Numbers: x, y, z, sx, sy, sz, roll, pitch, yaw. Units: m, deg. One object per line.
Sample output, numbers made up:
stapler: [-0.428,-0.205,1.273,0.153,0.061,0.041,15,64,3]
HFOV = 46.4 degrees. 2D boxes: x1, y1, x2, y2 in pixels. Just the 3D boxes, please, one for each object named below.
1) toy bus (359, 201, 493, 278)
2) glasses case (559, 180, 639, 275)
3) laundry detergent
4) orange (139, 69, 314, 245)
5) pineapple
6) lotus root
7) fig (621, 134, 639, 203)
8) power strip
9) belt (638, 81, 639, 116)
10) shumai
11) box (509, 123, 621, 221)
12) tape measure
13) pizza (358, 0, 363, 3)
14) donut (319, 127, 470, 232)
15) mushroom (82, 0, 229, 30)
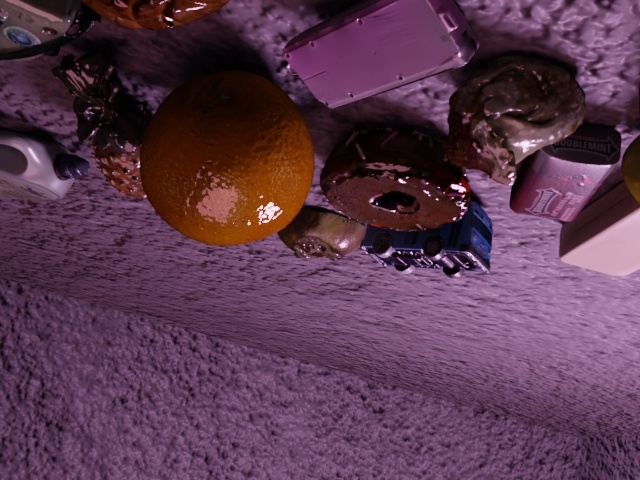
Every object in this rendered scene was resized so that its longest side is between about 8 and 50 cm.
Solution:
toy bus: [0.209,-0.010,1.426,0.234,0.133,0.116,2,157,37]
glasses case: [0.545,-0.031,1.272,0.144,0.076,0.336,15,159,-7]
laundry detergent: [-0.601,-0.157,1.516,0.281,0.105,0.215,2,156,28]
orange: [-0.141,-0.123,1.140,0.274,0.274,0.274,10,159,4]
pineapple: [-0.329,-0.192,1.245,0.170,0.141,0.310,35,160,23]
lotus root: [-0.004,-0.001,1.647,0.204,0.078,0.183,18,159,-22]
fig: [0.503,-0.097,1.046,0.153,0.136,0.120,47,152,24]
power strip: [0.064,-0.233,0.905,0.279,0.037,0.109,-7,131,52]
belt: [0.581,-0.137,0.953,0.360,0.094,0.126,13,160,0]
shumai: [0.261,-0.153,1.016,0.184,0.142,0.184,13,162,4]
box: [0.381,-0.105,1.183,0.120,0.069,0.224,10,161,4]
tape measure: [-0.428,-0.313,1.008,0.235,0.115,0.207,21,155,-23]
pizza: [0.081,-0.260,0.950,0.199,0.062,0.188,-8,150,44]
donut: [0.129,-0.102,1.278,0.270,0.103,0.269,9,162,3]
mushroom: [-0.188,-0.335,0.784,0.253,0.153,0.253,8,149,5]
